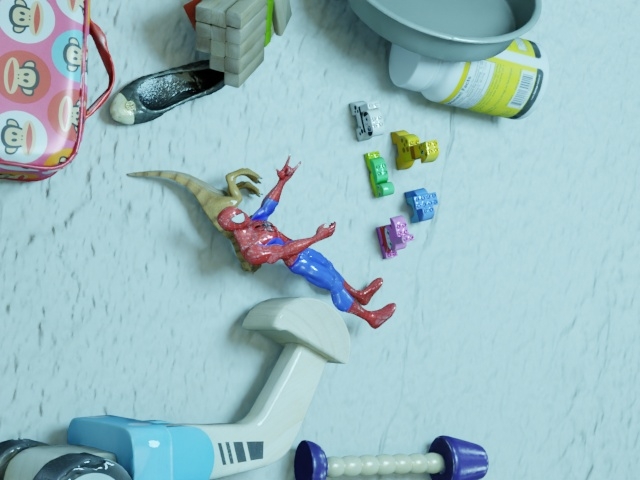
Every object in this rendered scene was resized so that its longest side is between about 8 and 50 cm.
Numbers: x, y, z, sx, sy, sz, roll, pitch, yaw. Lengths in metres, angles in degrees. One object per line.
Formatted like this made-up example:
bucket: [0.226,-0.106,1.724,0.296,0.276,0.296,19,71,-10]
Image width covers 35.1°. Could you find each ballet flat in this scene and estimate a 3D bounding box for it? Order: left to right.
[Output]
ballet flat: [-0.193,-0.197,1.302,0.173,0.049,0.057,-28,97,-24]

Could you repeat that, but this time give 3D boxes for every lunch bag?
lunch bag: [-0.369,-0.220,1.184,0.258,0.120,0.293,7,82,-25]

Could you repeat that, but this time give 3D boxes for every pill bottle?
pill bottle: [0.212,-0.249,1.455,0.208,0.119,0.119,9,82,-24]

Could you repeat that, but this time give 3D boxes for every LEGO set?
LEGO set: [0.121,-0.096,1.413,0.087,0.093,0.227,-14,91,-25]

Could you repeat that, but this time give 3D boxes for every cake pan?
cake pan: [0.159,-0.348,1.397,0.293,0.054,0.293,10,47,-10]

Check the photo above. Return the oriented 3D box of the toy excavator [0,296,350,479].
toy excavator: [-0.164,0.283,1.215,0.445,0.222,0.433,4,84,-38]

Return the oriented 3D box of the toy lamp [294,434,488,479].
toy lamp: [0.102,0.306,1.383,0.275,0.080,0.080,5,84,-22]

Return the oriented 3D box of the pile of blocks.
pile of blocks: [-0.091,-0.368,1.341,0.113,0.149,0.362,18,65,12]

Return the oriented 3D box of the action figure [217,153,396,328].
action figure: [0.000,0.000,1.304,0.280,0.091,0.139,27,111,-32]

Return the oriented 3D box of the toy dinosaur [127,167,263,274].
toy dinosaur: [-0.132,-0.049,1.311,0.211,0.064,0.112,48,70,-13]
